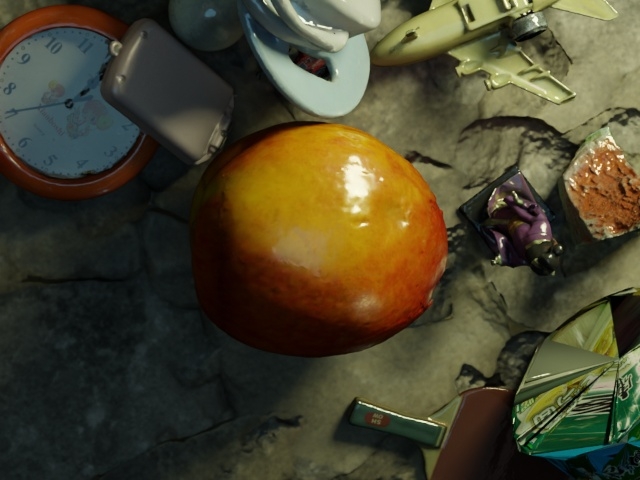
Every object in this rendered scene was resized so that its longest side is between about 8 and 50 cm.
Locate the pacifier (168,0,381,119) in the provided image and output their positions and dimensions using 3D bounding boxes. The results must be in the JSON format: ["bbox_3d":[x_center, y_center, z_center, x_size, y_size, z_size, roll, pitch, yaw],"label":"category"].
[{"bbox_3d":[-0.063,-0.255,1.475,0.233,0.244,0.299,-18,70,37],"label":"pacifier"}]

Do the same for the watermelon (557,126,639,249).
[{"bbox_3d":[0.321,-0.022,1.605,0.098,0.158,0.121,-31,131,1],"label":"watermelon"}]

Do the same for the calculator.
[{"bbox_3d":[-0.155,-0.152,1.526,0.175,0.032,0.100,39,67,-38],"label":"calculator"}]

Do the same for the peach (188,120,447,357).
[{"bbox_3d":[0.000,0.000,1.509,0.281,0.238,0.281,-3,128,-4],"label":"peach"}]

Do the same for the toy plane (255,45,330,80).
[{"bbox_3d":[0.003,-0.205,1.572,0.145,0.037,0.060,-44,93,9],"label":"toy plane"}]

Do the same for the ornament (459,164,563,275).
[{"bbox_3d":[0.207,-0.003,1.560,0.081,0.203,0.088,-38,106,11],"label":"ornament"}]

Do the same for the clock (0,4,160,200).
[{"bbox_3d":[-0.261,-0.143,1.549,0.205,0.051,0.205,-2,102,-9],"label":"clock"}]

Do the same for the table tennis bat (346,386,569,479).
[{"bbox_3d":[0.161,0.231,1.694,0.274,0.021,0.154,18,100,-11],"label":"table tennis bat"}]

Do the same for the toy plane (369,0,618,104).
[{"bbox_3d":[0.172,-0.240,1.556,0.256,0.104,0.242,-22,89,-8],"label":"toy plane"}]

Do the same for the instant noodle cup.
[{"bbox_3d":[0.349,0.193,1.610,0.240,0.240,0.178,-43,113,4],"label":"instant noodle cup"}]
